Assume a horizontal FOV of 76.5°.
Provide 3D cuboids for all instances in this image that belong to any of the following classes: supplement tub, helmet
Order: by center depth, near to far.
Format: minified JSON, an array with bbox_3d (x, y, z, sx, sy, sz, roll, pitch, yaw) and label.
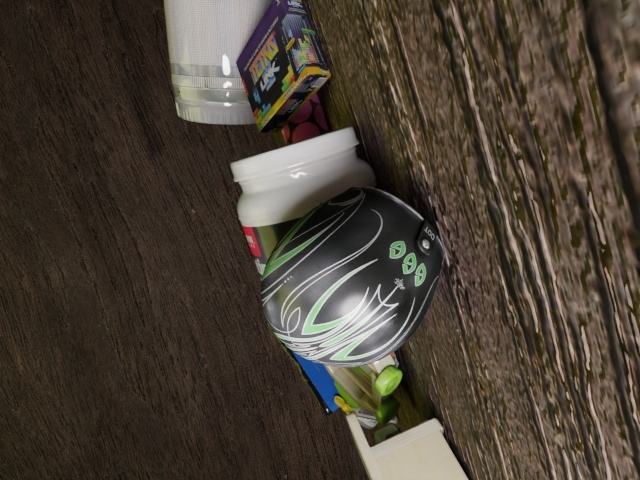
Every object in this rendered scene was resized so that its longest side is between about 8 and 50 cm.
[{"bbox_3d":[0.023,0.043,0.400,0.169,0.161,0.169,39,164,13],"label":"helmet"},{"bbox_3d":[0.000,0.000,0.561,0.191,0.191,0.272,-125,17,-75],"label":"supplement tub"}]

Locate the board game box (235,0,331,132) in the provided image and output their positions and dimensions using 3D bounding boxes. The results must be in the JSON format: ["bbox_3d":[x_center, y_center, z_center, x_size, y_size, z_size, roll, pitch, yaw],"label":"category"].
[{"bbox_3d":[-0.067,-0.280,0.661,0.170,0.048,0.140,-29,79,52],"label":"board game box"}]

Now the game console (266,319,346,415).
[{"bbox_3d":[-0.001,0.302,1.109,0.293,0.250,0.173,53,-163,18],"label":"game console"}]

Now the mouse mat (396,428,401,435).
[{"bbox_3d":[0.254,0.642,1.215,0.189,0.007,0.152,79,172,-66],"label":"mouse mat"}]

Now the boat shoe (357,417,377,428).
[{"bbox_3d":[0.143,0.482,1.408,0.118,0.103,0.320,29,-157,-28],"label":"boat shoe"}]

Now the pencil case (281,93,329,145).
[{"bbox_3d":[-0.025,-0.177,0.759,0.095,0.098,0.209,145,108,-85],"label":"pencil case"}]

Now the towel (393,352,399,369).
[{"bbox_3d":[0.130,0.245,0.979,0.285,0.034,0.209,81,171,-64],"label":"towel"}]

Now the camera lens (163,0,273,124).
[{"bbox_3d":[-0.190,-0.387,0.812,0.219,0.220,0.274,-117,26,-63],"label":"camera lens"}]

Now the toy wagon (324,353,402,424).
[{"bbox_3d":[0.058,0.264,0.870,0.267,0.068,0.344,36,148,38],"label":"toy wagon"}]

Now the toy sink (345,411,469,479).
[{"bbox_3d":[0.150,0.372,0.621,0.234,0.131,0.152,-120,12,-46],"label":"toy sink"}]

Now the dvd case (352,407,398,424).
[{"bbox_3d":[0.108,0.426,1.141,0.018,0.165,0.221,-48,-60,-42],"label":"dvd case"}]
